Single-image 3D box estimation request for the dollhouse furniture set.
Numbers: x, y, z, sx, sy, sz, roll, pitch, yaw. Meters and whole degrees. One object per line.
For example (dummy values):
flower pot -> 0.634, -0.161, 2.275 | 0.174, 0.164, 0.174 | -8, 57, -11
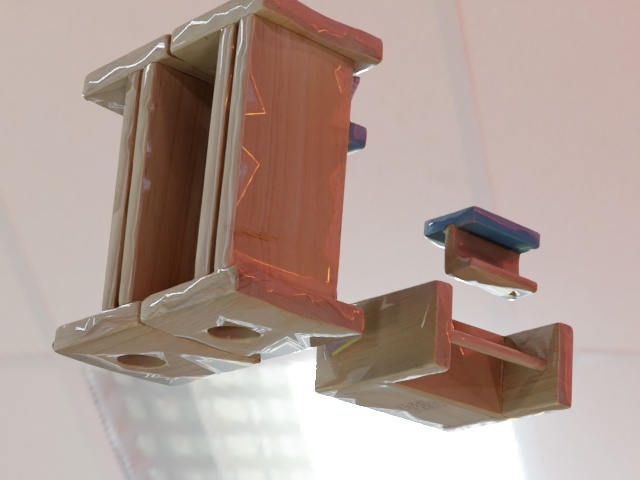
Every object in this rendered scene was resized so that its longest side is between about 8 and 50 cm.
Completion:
dollhouse furniture set -> 0.000, 0.000, 0.787 | 0.183, 0.129, 0.129 | 21, -26, -37
